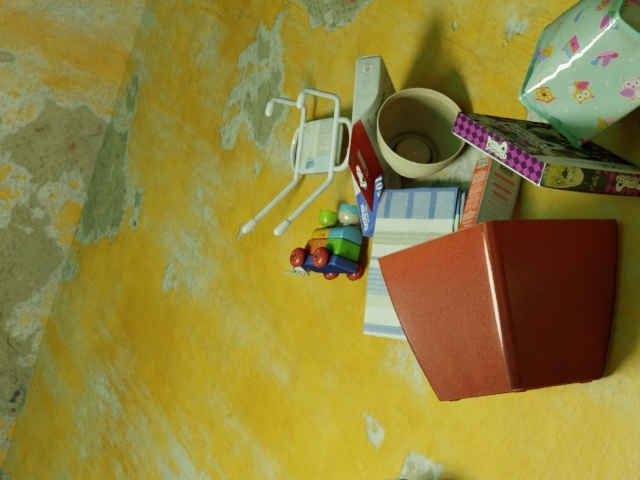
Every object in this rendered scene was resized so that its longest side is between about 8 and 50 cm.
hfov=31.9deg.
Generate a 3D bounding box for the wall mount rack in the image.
[{"bbox_3d":[-0.054,-0.156,2.352,0.350,0.131,0.304,-176,93,-69],"label":"wall mount rack"}]

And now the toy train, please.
[{"bbox_3d":[0.000,0.000,2.295,0.248,0.105,0.143,-1,69,58],"label":"toy train"}]

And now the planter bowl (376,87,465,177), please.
[{"bbox_3d":[0.174,-0.179,2.030,0.109,0.162,0.162,104,161,-62],"label":"planter bowl"}]

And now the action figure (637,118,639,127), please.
[{"bbox_3d":[0.528,-0.156,1.526,0.232,0.064,0.137,15,96,54],"label":"action figure"}]

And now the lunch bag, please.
[{"bbox_3d":[0.430,-0.295,1.631,0.223,0.160,0.262,-39,16,47],"label":"lunch bag"}]

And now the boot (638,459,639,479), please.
[{"bbox_3d":[0.462,0.342,1.488,0.085,0.059,0.157,11,89,53],"label":"boot"}]

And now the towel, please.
[{"bbox_3d":[0.171,0.044,2.026,0.209,0.034,0.284,0,81,45],"label":"towel"}]

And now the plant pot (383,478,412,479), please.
[{"bbox_3d":[0.159,0.519,1.863,0.237,0.110,0.237,-26,58,52],"label":"plant pot"}]

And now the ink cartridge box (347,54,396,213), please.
[{"bbox_3d":[0.105,-0.194,2.074,0.066,0.189,0.232,-7,60,15],"label":"ink cartridge box"}]

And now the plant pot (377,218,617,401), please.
[{"bbox_3d":[0.281,0.111,1.678,0.267,0.267,0.235,-22,73,54],"label":"plant pot"}]

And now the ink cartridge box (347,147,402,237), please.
[{"bbox_3d":[0.110,-0.117,2.197,0.097,0.046,0.207,-43,47,45],"label":"ink cartridge box"}]

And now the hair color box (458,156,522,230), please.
[{"bbox_3d":[0.281,-0.061,1.851,0.043,0.072,0.141,-17,50,57],"label":"hair color box"}]

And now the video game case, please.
[{"bbox_3d":[0.343,-0.130,1.672,0.232,0.210,0.041,44,124,54],"label":"video game case"}]
